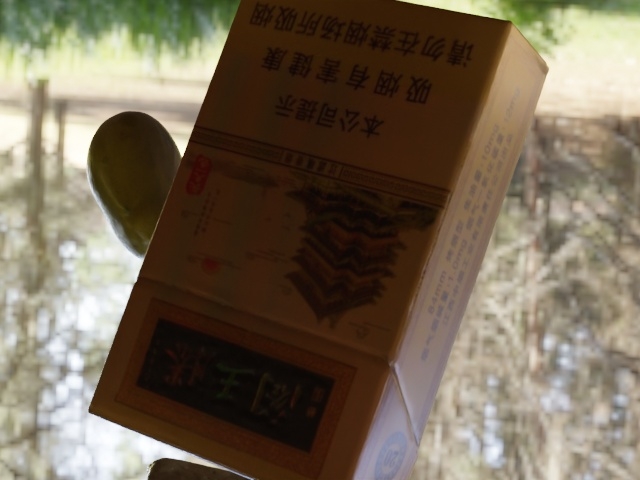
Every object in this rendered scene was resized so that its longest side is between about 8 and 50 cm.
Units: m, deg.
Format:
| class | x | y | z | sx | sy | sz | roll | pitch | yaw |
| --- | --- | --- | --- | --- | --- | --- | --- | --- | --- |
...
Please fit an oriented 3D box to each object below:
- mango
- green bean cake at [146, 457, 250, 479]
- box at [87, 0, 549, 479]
| class | x | y | z | sx | sy | sz | roll | pitch | yaw |
| --- | --- | --- | --- | --- | --- | --- | --- | --- | --- |
| mango | -0.156 | -0.044 | 1.264 | 0.076 | 0.161 | 0.103 | -30 | 137 | 14 |
| green bean cake | -0.106 | 0.268 | 1.203 | 0.109 | 0.085 | 0.179 | 13 | -153 | -8 |
| box | 0.000 | 0.000 | 0.811 | 0.174 | 0.274 | 0.076 | 16 | 173 | 32 |
